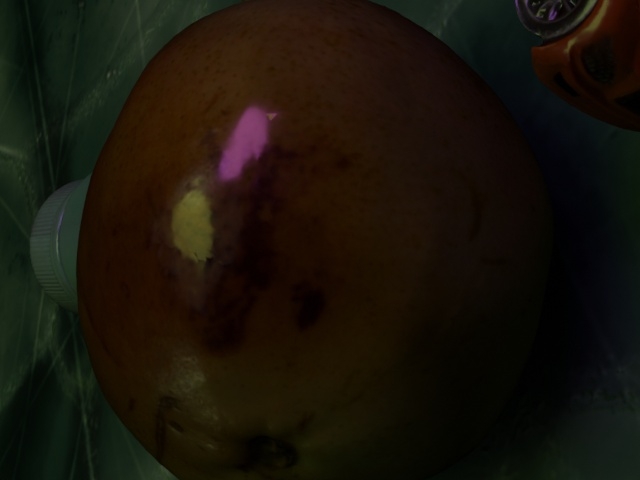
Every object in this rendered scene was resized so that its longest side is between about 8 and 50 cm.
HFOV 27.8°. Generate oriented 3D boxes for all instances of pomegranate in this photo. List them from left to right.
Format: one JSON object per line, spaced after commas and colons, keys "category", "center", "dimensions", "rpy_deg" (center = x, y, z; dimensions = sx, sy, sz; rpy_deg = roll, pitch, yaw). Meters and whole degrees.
{"category": "pomegranate", "center": [0.000, 0.000, 0.785], "dimensions": [0.319, 0.319, 0.319], "rpy_deg": [-18, 66, 47]}

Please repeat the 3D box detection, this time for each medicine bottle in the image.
{"category": "medicine bottle", "center": [-0.126, 0.000, 1.034], "dimensions": [0.225, 0.139, 0.139], "rpy_deg": [-4, 76, 49]}

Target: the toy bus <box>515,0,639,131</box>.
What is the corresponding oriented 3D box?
{"category": "toy bus", "center": [0.224, -0.216, 0.671], "dimensions": [0.153, 0.143, 0.329], "rpy_deg": [16, 90, 49]}
